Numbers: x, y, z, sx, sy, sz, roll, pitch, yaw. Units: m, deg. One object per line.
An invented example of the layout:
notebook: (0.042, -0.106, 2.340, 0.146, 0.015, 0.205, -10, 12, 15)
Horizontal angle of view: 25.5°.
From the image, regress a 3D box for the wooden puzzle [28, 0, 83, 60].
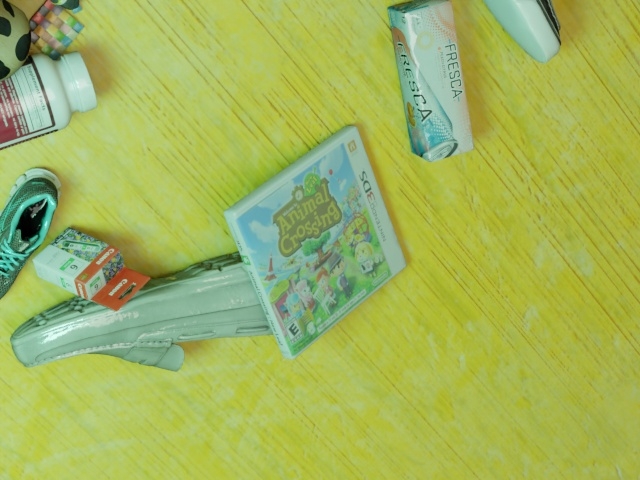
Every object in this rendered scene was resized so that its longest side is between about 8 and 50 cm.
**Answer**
wooden puzzle: (-0.289, -0.226, 1.519, 0.049, 0.006, 0.083, 40, 90, -24)

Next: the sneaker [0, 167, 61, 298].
sneaker: (-0.334, 0.001, 1.532, 0.065, 0.076, 0.166, 26, 96, -23)

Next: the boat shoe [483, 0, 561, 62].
boat shoe: (0.214, -0.347, 1.611, 0.102, 0.108, 0.301, -34, 106, -5)

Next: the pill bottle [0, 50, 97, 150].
pill bottle: (-0.318, -0.146, 1.489, 0.152, 0.086, 0.086, -20, 111, -13)

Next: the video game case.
video game case: (0.000, 0.000, 1.629, 0.212, 0.023, 0.193, -37, 117, -35)

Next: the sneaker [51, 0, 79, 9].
sneaker: (-0.260, -0.284, 1.503, 0.083, 0.031, 0.035, -65, 150, -7)

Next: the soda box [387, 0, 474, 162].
soda box: (0.129, -0.189, 1.648, 0.063, 0.058, 0.183, -17, 110, -14)

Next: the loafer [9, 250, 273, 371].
loafer: (-0.186, 0.099, 1.594, 0.319, 0.112, 0.111, -14, 101, -16)

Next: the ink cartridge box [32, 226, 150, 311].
ink cartridge box: (-0.250, 0.031, 1.542, 0.063, 0.115, 0.029, -47, 146, -34)

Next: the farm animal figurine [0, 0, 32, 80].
farm animal figurine: (-0.375, -0.202, 1.325, 0.172, 0.327, 0.330, 21, 99, 18)
